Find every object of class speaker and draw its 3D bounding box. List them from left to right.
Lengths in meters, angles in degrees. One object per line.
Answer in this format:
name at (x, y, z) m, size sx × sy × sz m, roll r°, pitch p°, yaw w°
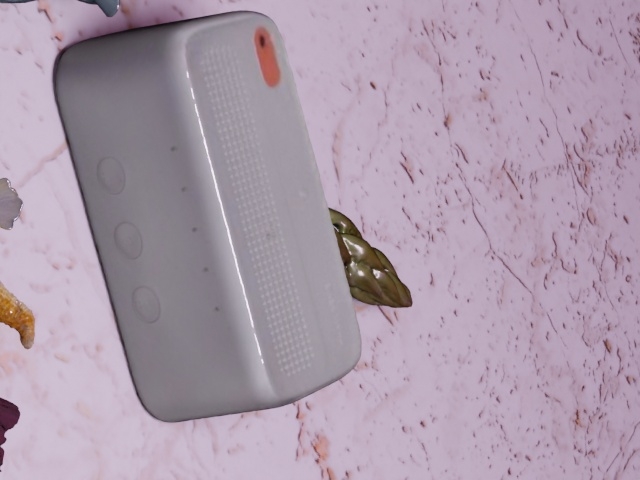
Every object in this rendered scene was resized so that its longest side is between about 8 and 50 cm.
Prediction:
speaker at (-0.107, -0.026, 1.678) m, size 0.183 × 0.184 × 0.406 m, roll -22°, pitch 100°, yaw -44°

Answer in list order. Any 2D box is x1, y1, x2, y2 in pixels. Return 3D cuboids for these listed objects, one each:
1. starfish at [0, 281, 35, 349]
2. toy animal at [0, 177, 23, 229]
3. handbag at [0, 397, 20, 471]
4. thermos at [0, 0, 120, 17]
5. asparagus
starfish at (-0.372, 0.037, 1.422) m, size 0.299 × 0.060 × 0.302 m, roll -41°, pitch 128°, yaw -6°
toy animal at (-0.356, -0.040, 1.494) m, size 0.155 × 0.095 × 0.219 m, roll 3°, pitch 82°, yaw -49°
handbag at (-0.380, 0.202, 1.424) m, size 0.216 × 0.074 × 0.203 m, roll 30°, pitch 78°, yaw -44°
thermos at (-0.310, -0.308, 1.555) m, size 0.286 × 0.145 × 0.182 m, roll 16°, pitch 40°, yaw -45°
asparagus at (0.000, 0.000, 1.863) m, size 0.287 × 0.080 × 0.080 m, roll 35°, pitch 61°, yaw -27°
